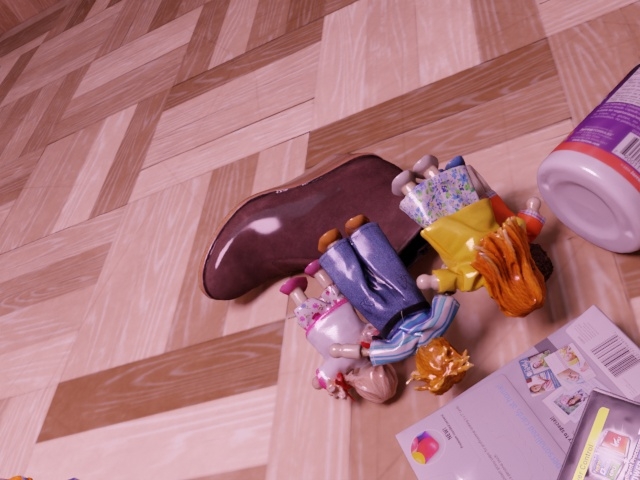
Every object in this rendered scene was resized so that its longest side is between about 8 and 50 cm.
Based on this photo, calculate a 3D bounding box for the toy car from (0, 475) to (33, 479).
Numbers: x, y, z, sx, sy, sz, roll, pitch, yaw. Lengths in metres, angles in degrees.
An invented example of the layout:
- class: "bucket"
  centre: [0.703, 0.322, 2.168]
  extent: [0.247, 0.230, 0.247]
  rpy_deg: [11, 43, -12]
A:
- class: "toy car"
  centre: [-0.302, 0.267, 0.621]
  extent: [0.060, 0.040, 0.122]
  rpy_deg: [-21, 39, 19]

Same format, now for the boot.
- class: "boot"
  centre: [0.000, 0.000, 0.731]
  extent: [0.248, 0.090, 0.207]
  rpy_deg: [-42, 36, -13]

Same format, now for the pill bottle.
- class: "pill bottle"
  centre: [0.287, -0.091, 0.591]
  extent: [0.193, 0.108, 0.108]
  rpy_deg: [-44, 38, -10]

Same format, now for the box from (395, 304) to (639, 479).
- class: "box"
  centre: [0.164, 0.149, 0.492]
  extent: [0.186, 0.038, 0.145]
  rpy_deg: [-34, 38, 2]

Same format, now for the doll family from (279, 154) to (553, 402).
- class: "doll family"
  centre: [0.086, 0.036, 0.581]
  extent: [0.263, 0.118, 0.163]
  rpy_deg: [-37, 70, 0]

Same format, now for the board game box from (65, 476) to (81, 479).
- class: "board game box"
  centre: [-0.352, 0.403, 0.602]
  extent: [0.319, 0.066, 0.318]
  rpy_deg: [-23, 40, 17]

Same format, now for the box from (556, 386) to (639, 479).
- class: "box"
  centre: [0.191, 0.232, 0.325]
  extent: [0.216, 0.060, 0.270]
  rpy_deg: [13, 71, 45]
